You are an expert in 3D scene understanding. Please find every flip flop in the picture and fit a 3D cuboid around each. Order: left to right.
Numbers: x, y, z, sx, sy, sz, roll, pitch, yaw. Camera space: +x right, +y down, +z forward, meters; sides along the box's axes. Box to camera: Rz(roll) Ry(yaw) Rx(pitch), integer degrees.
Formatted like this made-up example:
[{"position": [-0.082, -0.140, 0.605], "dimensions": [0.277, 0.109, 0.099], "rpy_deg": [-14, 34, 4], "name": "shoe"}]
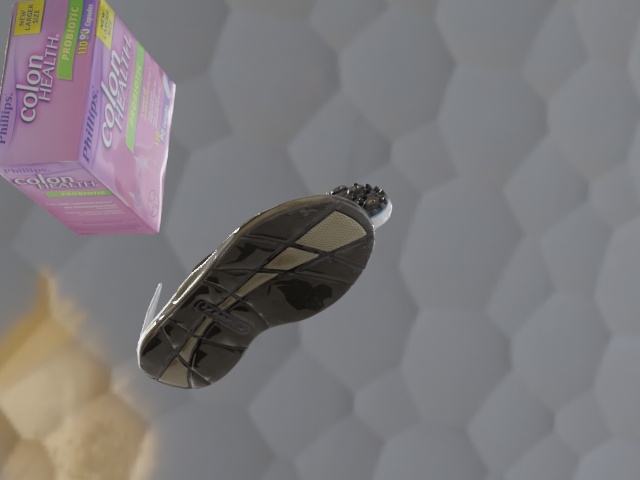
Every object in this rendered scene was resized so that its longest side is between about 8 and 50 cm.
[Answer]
[{"position": [-0.065, 0.040, 1.213], "dimensions": [0.112, 0.080, 0.277], "rpy_deg": [34, -54, -21], "name": "flip flop"}]

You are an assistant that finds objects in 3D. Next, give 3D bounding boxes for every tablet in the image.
[{"position": [-0.213, 0.096, 1.677], "dimensions": [0.006, 0.054, 0.083], "rpy_deg": [20, -45, -3], "name": "tablet"}]

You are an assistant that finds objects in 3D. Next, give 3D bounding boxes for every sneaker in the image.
[{"position": [0.000, 0.000, 1.578], "dimensions": [0.237, 0.086, 0.085], "rpy_deg": [-23, 22, 41], "name": "sneaker"}]

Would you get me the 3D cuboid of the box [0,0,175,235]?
[{"position": [-0.283, -0.145, 1.647], "dimensions": [0.117, 0.214, 0.243], "rpy_deg": [-2, -20, 17], "name": "box"}]
